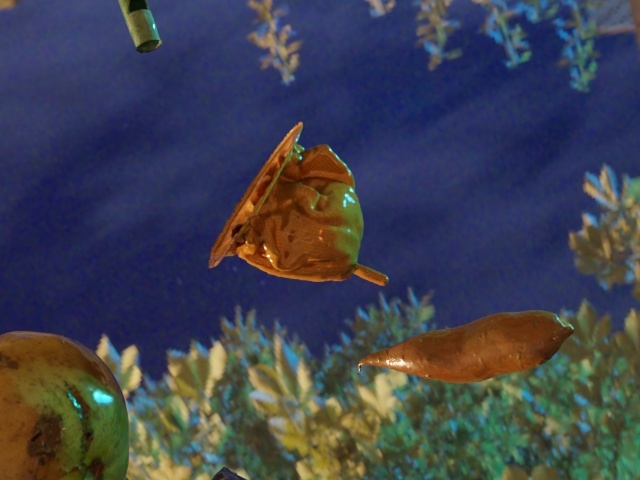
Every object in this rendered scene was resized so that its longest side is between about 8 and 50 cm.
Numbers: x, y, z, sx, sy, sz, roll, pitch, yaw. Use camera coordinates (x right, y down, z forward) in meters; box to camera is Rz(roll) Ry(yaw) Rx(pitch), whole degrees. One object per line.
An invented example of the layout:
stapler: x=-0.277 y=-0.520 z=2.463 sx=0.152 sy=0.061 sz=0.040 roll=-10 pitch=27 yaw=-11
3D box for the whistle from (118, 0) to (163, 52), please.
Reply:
whistle: x=-0.254 y=-0.337 z=1.528 sx=0.039 sy=0.186 sz=0.039 roll=-20 pitch=169 yaw=-4

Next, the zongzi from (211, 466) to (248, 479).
zongzi: x=-0.111 y=0.431 z=1.258 sx=0.383 sy=0.319 sz=0.362 roll=8 pitch=-126 yaw=52

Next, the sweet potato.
sweet potato: x=0.116 y=0.093 z=0.968 sx=0.195 sy=0.056 sz=0.056 roll=-13 pitch=-145 yaw=22

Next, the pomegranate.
pomegranate: x=-0.367 y=0.248 z=1.411 sx=0.281 sy=0.281 sz=0.281 roll=-17 pitch=-146 yaw=12

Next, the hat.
hat: x=0.000 y=0.000 z=1.613 sx=0.233 sy=0.233 sz=0.244 roll=-54 pitch=-169 yaw=14

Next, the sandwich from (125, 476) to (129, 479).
sandwich: x=-0.297 y=0.356 z=1.630 sx=0.069 sy=0.101 sz=0.026 roll=-1 pitch=-126 yaw=-18
